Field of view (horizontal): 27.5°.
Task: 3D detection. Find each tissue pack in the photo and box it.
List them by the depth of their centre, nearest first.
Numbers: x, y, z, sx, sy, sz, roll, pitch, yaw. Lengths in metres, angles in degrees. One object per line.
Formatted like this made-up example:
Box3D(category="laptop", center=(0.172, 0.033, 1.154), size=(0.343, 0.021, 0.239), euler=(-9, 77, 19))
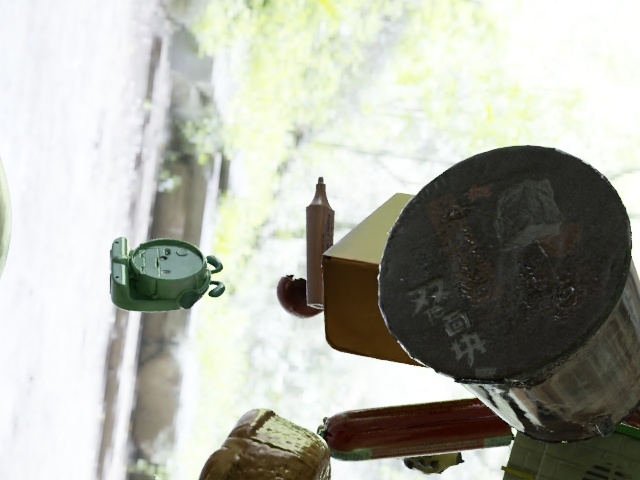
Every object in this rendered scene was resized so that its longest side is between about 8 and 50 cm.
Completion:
Box3D(category="tissue pack", center=(0.144, 0.050, 1.781), size=(0.274, 0.194, 0.145), euler=(-40, 132, -57))

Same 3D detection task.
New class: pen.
Box3D(category="pen", center=(0.000, 0.000, 1.903), size=(0.053, 0.032, 0.197), euler=(21, 65, -56))

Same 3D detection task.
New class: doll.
Box3D(category="doll", center=(0.118, 0.352, 2.261), size=(0.086, 0.291, 0.117), euler=(-49, 125, -37))

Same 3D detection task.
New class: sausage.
Box3D(category="sausage", center=(0.117, 0.246, 1.705), size=(0.083, 0.264, 0.083), euler=(175, -90, -85))

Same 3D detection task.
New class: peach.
Box3D(category="peach", center=(-0.033, 0.098, 2.171), size=(0.098, 0.098, 0.061), euler=(91, 22, -78))

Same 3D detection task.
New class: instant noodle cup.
Box3D(category="instant noodle cup", center=(0.184, 0.060, 1.121), size=(0.207, 0.217, 0.217), euler=(47, 43, -51))

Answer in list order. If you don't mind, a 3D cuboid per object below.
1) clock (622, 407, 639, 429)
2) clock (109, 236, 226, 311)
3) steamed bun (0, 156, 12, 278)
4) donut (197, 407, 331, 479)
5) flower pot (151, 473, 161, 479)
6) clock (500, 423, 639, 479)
Box3D(category="clock", center=(0.632, 0.228, 2.269), size=(0.080, 0.319, 0.318), euler=(85, 10, -49))
Box3D(category="clock", center=(-0.247, 0.051, 2.112), size=(0.148, 0.189, 0.060), euler=(-108, -159, -55))
Box3D(category="steamed bun", center=(-0.422, -0.046, 1.214), size=(0.309, 0.309, 0.309), euler=(7, 90, -89))
Box3D(category="donut", center=(-0.067, 0.285, 1.326), size=(0.226, 0.114, 0.226), euler=(17, 90, -77))
Box3D(category="flower pot", center=(-0.209, 0.391, 1.808), size=(0.111, 0.089, 0.111), euler=(-159, -90, -88))
Box3D(category="clock", center=(0.290, 0.321, 1.423), size=(0.106, 0.220, 0.255), euler=(49, 59, -75))
